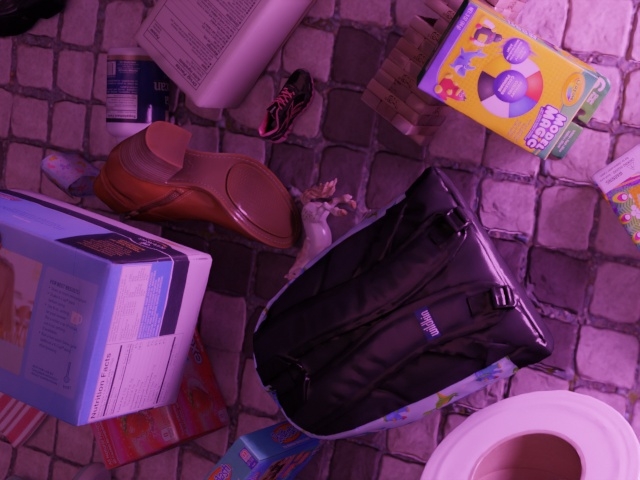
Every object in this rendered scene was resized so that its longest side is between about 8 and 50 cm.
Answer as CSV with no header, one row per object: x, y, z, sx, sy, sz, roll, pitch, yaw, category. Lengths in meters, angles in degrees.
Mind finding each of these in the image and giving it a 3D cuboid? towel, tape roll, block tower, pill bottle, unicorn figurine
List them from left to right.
-0.516,0.228,2.150,0.197,0.029,0.144,48,112,16,towel
-0.275,-0.203,1.950,0.094,0.094,0.169,5,96,28,pill bottle
0.000,0.000,1.840,0.111,0.060,0.161,-8,73,29,unicorn figurine
0.183,-0.283,1.695,0.091,0.097,0.335,42,112,21,block tower
0.264,0.320,1.582,0.286,0.286,0.100,-6,130,29,tape roll

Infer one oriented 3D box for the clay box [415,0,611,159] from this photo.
0.247,-0.197,1.632,0.222,0.053,0.127,28,110,-8,clay box

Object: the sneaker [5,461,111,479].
-0.449,0.413,2.086,0.151,0.094,0.256,47,112,21,sneaker

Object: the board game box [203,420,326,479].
-0.088,0.323,1.816,0.047,0.210,0.160,46,112,18,board game box

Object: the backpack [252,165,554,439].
0.086,0.118,1.704,0.355,0.273,0.290,-34,79,4,backpack

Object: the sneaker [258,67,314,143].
-0.052,-0.192,1.850,0.047,0.057,0.119,35,108,24,sneaker

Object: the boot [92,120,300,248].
-0.188,-0.052,1.895,0.220,0.283,0.109,-31,38,54,boot

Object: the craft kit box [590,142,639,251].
0.496,-0.045,1.562,0.250,0.061,0.246,-38,79,25,craft kit box

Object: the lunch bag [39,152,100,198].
-0.392,-0.101,2.027,0.071,0.083,0.053,36,109,21,lunch bag

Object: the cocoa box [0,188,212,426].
-0.370,0.080,1.781,0.347,0.228,0.231,19,101,27,cocoa box

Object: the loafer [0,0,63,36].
-0.480,-0.376,2.079,0.170,0.062,0.061,-16,63,25,loafer

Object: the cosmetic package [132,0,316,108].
-0.109,-0.354,1.839,0.160,0.113,0.309,47,114,18,cosmetic package

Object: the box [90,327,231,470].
-0.277,0.172,1.948,0.154,0.142,0.300,-25,81,28,box
